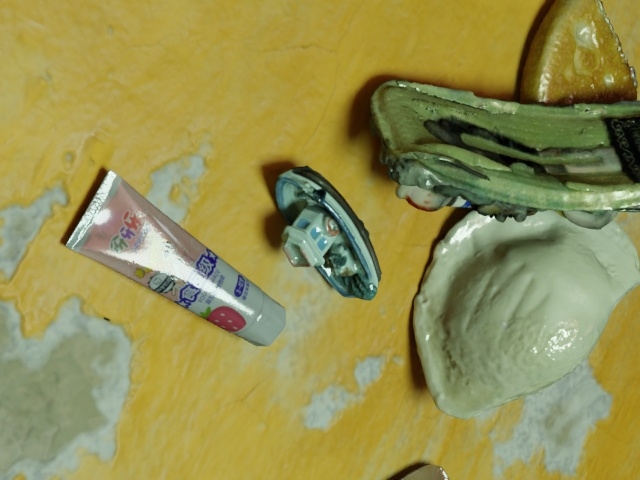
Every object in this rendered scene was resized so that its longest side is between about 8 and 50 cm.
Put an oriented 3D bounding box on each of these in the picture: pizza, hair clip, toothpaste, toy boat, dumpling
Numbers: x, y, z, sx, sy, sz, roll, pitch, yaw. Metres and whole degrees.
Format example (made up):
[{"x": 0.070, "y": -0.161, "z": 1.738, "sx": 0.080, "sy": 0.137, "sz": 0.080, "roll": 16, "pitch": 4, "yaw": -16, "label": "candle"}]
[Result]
[{"x": 0.242, "y": -0.153, "z": 1.437, "sx": 0.131, "sy": 0.041, "sz": 0.178, "roll": -1, "pitch": 99, "yaw": -32, "label": "pizza"}, {"x": 0.183, "y": -0.064, "z": 1.344, "sx": 0.321, "sy": 0.138, "sz": 0.091, "roll": 5, "pitch": 133, "yaw": -24, "label": "hair clip"}, {"x": -0.107, "y": 0.022, "z": 1.199, "sx": 0.194, "sy": 0.043, "sz": 0.067, "roll": 35, "pitch": 80, "yaw": -32, "label": "toothpaste"}, {"x": 0.000, "y": 0.000, "z": 1.262, "sx": 0.066, "sy": 0.059, "sz": 0.140, "roll": -55, "pitch": 127, "yaw": -38, "label": "toy boat"}, {"x": 0.172, "y": 0.052, "z": 1.378, "sx": 0.216, "sy": 0.166, "sz": 0.126, "roll": -42, "pitch": 174, "yaw": 16, "label": "dumpling"}]

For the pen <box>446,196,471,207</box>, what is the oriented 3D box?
[{"x": 0.190, "y": -0.038, "z": 1.432, "sx": 0.204, "sy": 0.025, "sz": 0.025, "roll": 3, "pitch": 97, "yaw": -39, "label": "pen"}]

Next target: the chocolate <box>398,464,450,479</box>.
[{"x": 0.078, "y": 0.244, "z": 1.398, "sx": 0.100, "sy": 0.031, "sz": 0.064, "roll": -29, "pitch": 99, "yaw": -35, "label": "chocolate"}]
